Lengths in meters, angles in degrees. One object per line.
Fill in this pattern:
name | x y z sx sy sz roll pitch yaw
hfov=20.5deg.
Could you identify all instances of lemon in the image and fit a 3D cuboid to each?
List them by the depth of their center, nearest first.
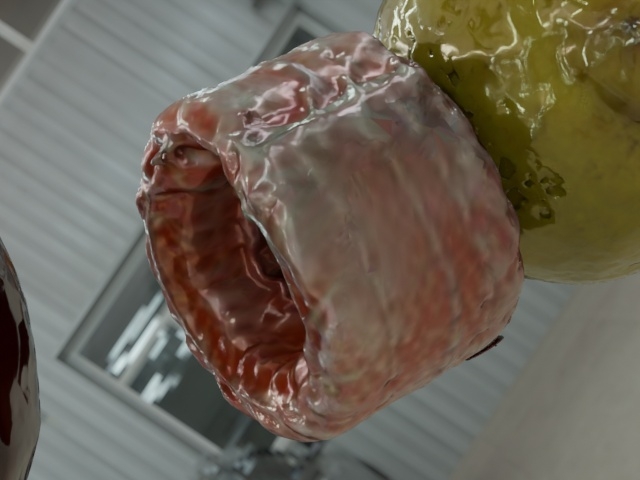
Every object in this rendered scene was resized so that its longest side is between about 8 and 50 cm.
lemon | 0.170 -0.110 1.166 0.297 0.297 0.297 -56 -1 -2

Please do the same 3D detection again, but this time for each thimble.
thimble | 0.000 0.000 1.079 0.162 0.239 0.239 -27 -15 -25

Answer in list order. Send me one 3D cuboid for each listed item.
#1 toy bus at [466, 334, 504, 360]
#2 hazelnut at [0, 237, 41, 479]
toy bus | 0.057 0.053 1.591 0.073 0.235 0.096 -34 55 44
hazelnut | -0.367 0.100 1.050 0.421 0.353 0.421 -43 21 22
